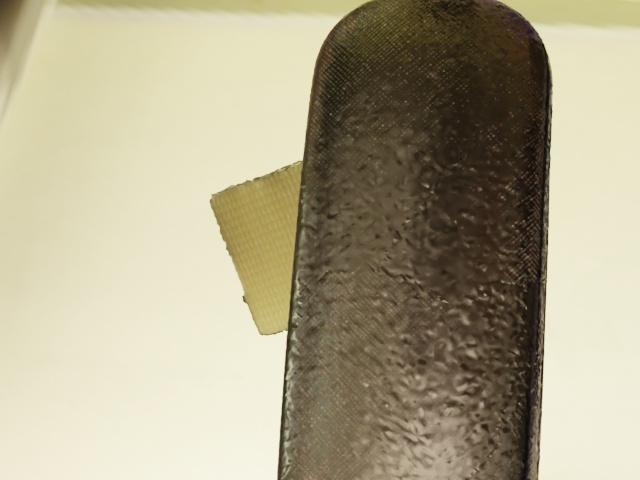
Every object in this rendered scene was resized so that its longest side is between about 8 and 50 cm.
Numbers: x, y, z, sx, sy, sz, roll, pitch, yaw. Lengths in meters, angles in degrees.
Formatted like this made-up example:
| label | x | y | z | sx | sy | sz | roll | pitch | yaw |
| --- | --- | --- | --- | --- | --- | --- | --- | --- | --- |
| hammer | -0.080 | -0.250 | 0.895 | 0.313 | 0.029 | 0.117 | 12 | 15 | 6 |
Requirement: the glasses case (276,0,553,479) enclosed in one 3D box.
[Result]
| label | x | y | z | sx | sy | sz | roll | pitch | yaw |
| --- | --- | --- | --- | --- | --- | --- | --- | --- | --- |
| glasses case | 0.048 | 0.030 | 0.867 | 0.122 | 0.321 | 0.082 | 1 | 164 | 12 |

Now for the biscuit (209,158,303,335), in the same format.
| label | x | y | z | sx | sy | sz | roll | pitch | yaw |
| --- | --- | --- | --- | --- | --- | --- | --- | --- | --- |
| biscuit | 0.000 | 0.000 | 1.277 | 0.040 | 0.121 | 0.199 | -20 | -177 | -36 |
